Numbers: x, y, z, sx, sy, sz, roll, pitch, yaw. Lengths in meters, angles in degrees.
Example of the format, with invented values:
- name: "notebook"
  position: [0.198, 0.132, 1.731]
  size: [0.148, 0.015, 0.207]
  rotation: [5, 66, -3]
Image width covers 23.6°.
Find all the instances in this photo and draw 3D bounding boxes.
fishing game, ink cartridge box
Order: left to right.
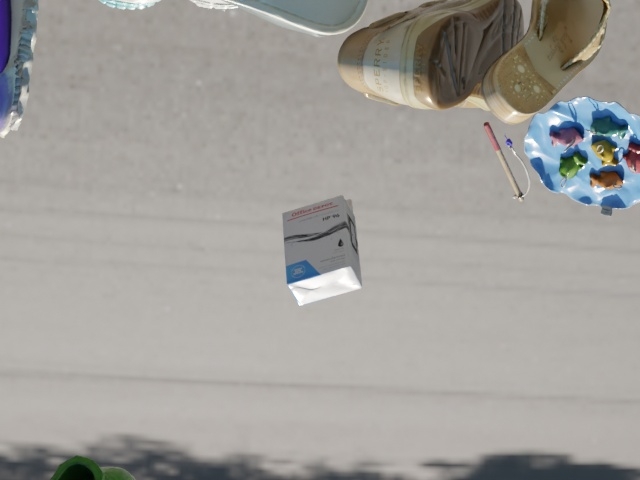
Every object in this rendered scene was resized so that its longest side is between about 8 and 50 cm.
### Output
- name: "ink cartridge box"
  position: [0.000, 0.000, 1.085]
  size: [0.048, 0.083, 0.028]
  rotation: [-16, 138, 13]
- name: "fishing game"
  position: [0.338, -0.097, 1.885]
  size: [0.264, 0.041, 0.189]
  rotation: [-4, 135, 31]

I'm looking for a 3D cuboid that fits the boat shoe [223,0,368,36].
- name: "boat shoe"
  position: [-0.107, -0.292, 1.510]
  size: [0.319, 0.116, 0.099]
  rotation: [23, -177, -18]

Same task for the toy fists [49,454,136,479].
- name: "toy fists"
  position: [-0.267, 0.379, 1.668]
  size: [0.096, 0.279, 0.142]
  rotation: [8, 153, 30]

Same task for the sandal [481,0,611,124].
- name: "sandal"
  position: [0.235, -0.198, 1.419]
  size: [0.088, 0.240, 0.079]
  rotation: [46, 141, -9]

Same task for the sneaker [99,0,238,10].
- name: "sneaker"
  position: [-0.166, -0.357, 1.909]
  size: [0.283, 0.110, 0.122]
  rotation: [-7, 153, 9]

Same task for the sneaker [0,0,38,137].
- name: "sneaker"
  position: [-0.227, -0.159, 0.715]
  size: [0.146, 0.293, 0.102]
  rotation: [-10, 148, -25]

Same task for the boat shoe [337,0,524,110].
- name: "boat shoe"
  position: [0.124, -0.195, 1.570]
  size: [0.110, 0.122, 0.341]
  rotation: [7, -172, 23]
